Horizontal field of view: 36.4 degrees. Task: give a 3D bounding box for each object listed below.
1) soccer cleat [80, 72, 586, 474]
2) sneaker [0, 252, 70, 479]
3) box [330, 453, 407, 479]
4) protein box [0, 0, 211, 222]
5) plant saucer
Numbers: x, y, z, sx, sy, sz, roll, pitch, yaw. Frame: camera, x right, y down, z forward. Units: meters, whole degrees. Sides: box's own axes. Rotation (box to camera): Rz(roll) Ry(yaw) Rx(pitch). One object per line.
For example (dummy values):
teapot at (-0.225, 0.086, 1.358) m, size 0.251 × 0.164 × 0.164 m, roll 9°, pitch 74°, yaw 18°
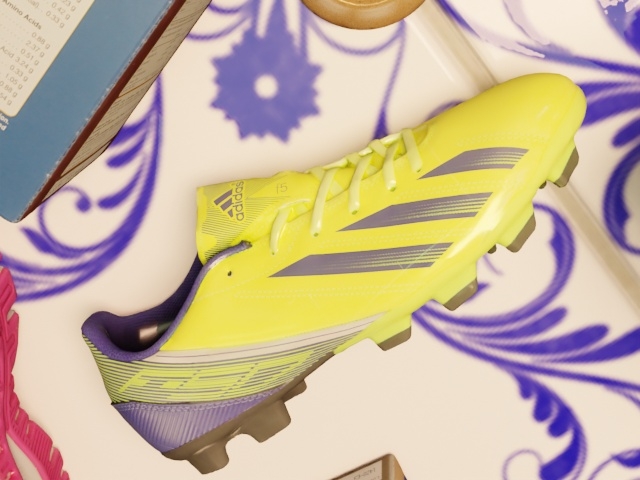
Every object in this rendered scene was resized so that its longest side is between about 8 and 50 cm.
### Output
soccer cleat at (-0.001, 0.001, 0.487) m, size 0.289 × 0.093 × 0.121 m, roll -39°, pitch 96°, yaw 14°
sneaker at (-0.221, 0.086, 0.521) m, size 0.111 × 0.103 × 0.252 m, roll -9°, pitch 107°, yaw 4°
box at (0.036, 0.252, 0.598) m, size 0.136 × 0.036 × 0.225 m, roll -27°, pitch 106°, yaw 11°
protein box at (-0.136, -0.158, 0.417) m, size 0.199 × 0.136 × 0.201 m, roll 37°, pitch 106°, yaw -9°
plant saucer at (0.021, -0.145, 0.477) m, size 0.083 × 0.015 × 0.084 m, roll 1°, pitch 109°, yaw 3°
